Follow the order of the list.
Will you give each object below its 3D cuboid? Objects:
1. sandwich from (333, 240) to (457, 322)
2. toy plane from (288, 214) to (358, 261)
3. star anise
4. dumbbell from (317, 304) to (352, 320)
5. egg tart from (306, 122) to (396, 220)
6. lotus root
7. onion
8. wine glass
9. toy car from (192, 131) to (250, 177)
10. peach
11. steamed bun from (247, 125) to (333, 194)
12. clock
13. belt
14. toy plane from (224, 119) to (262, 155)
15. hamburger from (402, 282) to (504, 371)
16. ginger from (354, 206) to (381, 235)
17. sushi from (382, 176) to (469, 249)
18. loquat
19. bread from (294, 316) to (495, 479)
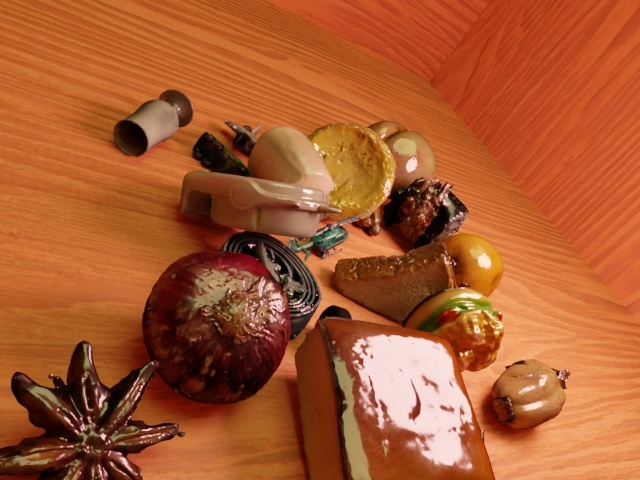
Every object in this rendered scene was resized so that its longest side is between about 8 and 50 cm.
[{"bbox_3d":[0.198,0.134,1.360,0.099,0.288,0.254,-87,164,-48],"label":"sandwich"},{"bbox_3d":[0.000,0.000,1.360,0.235,0.096,0.060,-23,61,-37],"label":"toy plane"},{"bbox_3d":[-0.304,0.261,0.686,0.272,0.102,0.272,21,60,-40],"label":"star anise"},{"bbox_3d":[0.090,0.210,1.152,0.191,0.100,0.100,22,33,-24],"label":"dumbbell"},{"bbox_3d":[0.063,-0.188,1.573,0.315,0.315,0.120,44,-9,11],"label":"egg tart"},{"bbox_3d":[0.501,0.373,1.330,0.257,0.140,0.154,-7,64,-38],"label":"lotus root"},{"bbox_3d":[-0.165,0.139,0.881,0.246,0.190,0.246,8,69,-22],"label":"onion"},{"bbox_3d":[-0.400,-0.284,1.318,0.103,0.103,0.231,34,34,-6],"label":"wine glass"},{"bbox_3d":[-0.250,-0.203,1.399,0.165,0.071,0.062,42,16,9],"label":"toy car"},{"bbox_3d":[0.230,-0.261,1.810,0.292,0.247,0.292,9,45,-9],"label":"peach"},{"bbox_3d":[-0.067,-0.168,1.414,0.170,0.200,0.225,-16,62,-35],"label":"steamed bun"},{"bbox_3d":[-0.119,-0.075,1.162,0.265,0.108,0.324,6,5,-45],"label":"clock"},{"bbox_3d":[-0.117,0.079,1.095,0.206,0.116,0.267,1,41,-41],"label":"belt"},{"bbox_3d":[-0.208,-0.281,1.516,0.192,0.088,0.262,39,15,7],"label":"toy plane"},{"bbox_3d":[0.313,0.229,1.256,0.237,0.237,0.149,15,36,-34],"label":"hamburger"},{"bbox_3d":[0.137,-0.089,1.643,0.103,0.073,0.162,22,34,-23],"label":"ginger"},{"bbox_3d":[0.321,-0.086,1.688,0.219,0.238,0.225,41,12,16],"label":"sushi"},{"bbox_3d":[0.425,0.082,1.593,0.208,0.208,0.208,27,31,-18],"label":"loquat"},{"bbox_3d":[0.130,0.315,0.965,0.333,0.143,0.323,14,47,-31],"label":"bread"}]
